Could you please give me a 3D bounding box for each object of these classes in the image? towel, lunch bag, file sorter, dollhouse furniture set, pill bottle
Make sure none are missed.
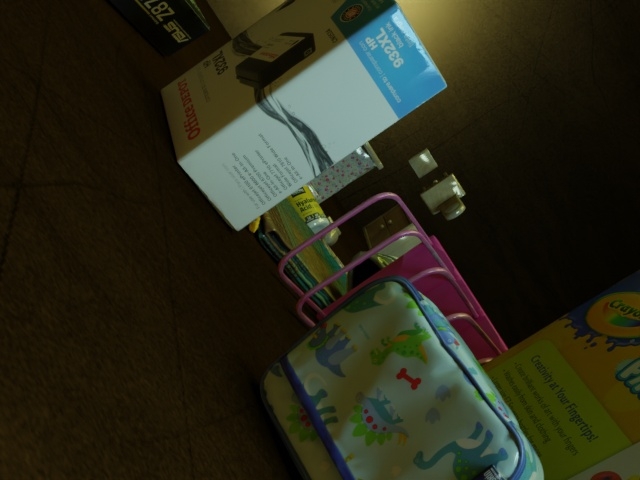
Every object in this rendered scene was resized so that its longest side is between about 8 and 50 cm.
[{"bbox_3d":[-0.018,0.033,1.470,0.370,0.040,0.271,52,8,-37],"label":"towel"},{"bbox_3d":[0.059,0.155,0.776,0.090,0.176,0.219,41,15,-54],"label":"lunch bag"},{"bbox_3d":[0.097,0.117,1.186,0.182,0.202,0.291,45,13,-51],"label":"file sorter"},{"bbox_3d":[0.075,-0.143,1.873,0.356,0.303,0.174,55,7,-16],"label":"dollhouse furniture set"},{"bbox_3d":[-0.039,-0.060,1.651,0.116,0.065,0.065,59,6,19],"label":"pill bottle"}]

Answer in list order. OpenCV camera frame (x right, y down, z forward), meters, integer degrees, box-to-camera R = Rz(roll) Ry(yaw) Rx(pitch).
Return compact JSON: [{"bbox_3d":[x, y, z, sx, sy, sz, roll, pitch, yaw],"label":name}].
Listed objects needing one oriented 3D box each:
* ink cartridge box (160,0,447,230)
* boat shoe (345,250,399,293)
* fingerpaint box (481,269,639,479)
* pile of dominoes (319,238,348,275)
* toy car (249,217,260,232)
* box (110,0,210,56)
[{"bbox_3d":[-0.032,-0.186,1.170,0.129,0.307,0.223,51,8,-33],"label":"ink cartridge box"},{"bbox_3d":[0.103,0.159,1.360,0.091,0.109,0.305,22,51,-57],"label":"boat shoe"},{"bbox_3d":[0.244,0.250,0.829,0.163,0.371,0.445,56,5,-16],"label":"fingerpaint box"},{"bbox_3d":[0.000,0.000,1.787,0.196,0.040,0.251,52,8,-42],"label":"pile of dominoes"},{"bbox_3d":[-0.107,-0.056,1.286,0.122,0.060,0.041,-87,-168,-52],"label":"toy car"},{"bbox_3d":[-0.321,-0.469,1.325,0.318,0.097,0.395,61,6,16],"label":"box"}]
